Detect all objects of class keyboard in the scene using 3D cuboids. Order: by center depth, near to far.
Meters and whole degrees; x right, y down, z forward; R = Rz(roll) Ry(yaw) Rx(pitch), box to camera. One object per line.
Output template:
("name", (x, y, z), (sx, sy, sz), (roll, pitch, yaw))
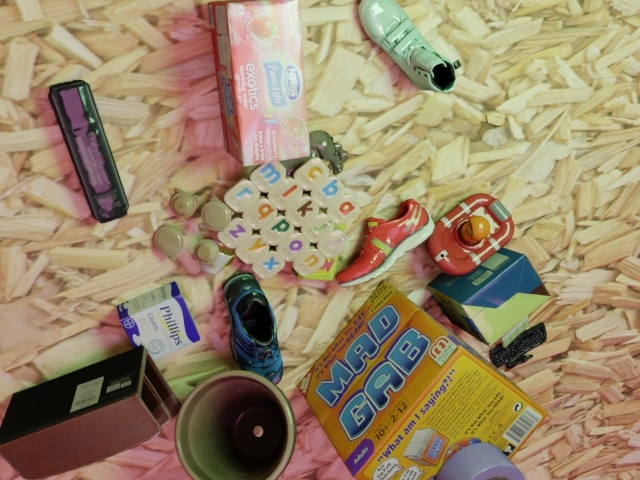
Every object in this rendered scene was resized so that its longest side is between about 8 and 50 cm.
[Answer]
("keyboard", (0.583, 0.319, 1.854), (0.192, 0.038, 0.100), (-25, 118, -11))

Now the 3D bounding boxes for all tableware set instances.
("tableware set", (-0.266, -0.025, 1.340), (0.141, 0.020, 0.168), (23, 103, 2))

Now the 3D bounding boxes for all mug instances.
("mug", (-0.224, 0.044, 1.395), (0.078, 0.062, 0.064), (28, 105, -21))

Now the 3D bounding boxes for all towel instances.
("towel", (0.530, 0.213, 1.783), (0.113, 0.023, 0.151), (-35, 127, -21))

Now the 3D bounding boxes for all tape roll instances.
("tape roll", (0.349, 0.547, 1.409), (0.189, 0.080, 0.188), (-8, 113, -19))

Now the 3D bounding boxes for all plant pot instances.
("plant pot", (-0.165, 0.433, 1.455), (0.263, 0.263, 0.229), (-42, 161, -3))

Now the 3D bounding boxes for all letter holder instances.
("letter holder", (-0.465, 0.390, 1.335), (0.302, 0.152, 0.214), (-20, 120, 2))

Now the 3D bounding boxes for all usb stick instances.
("usb stick", (-0.440, -0.167, 1.229), (0.077, 0.045, 0.277), (-22, 117, -22))

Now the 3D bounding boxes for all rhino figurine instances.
("rhino figurine", (-0.057, -0.143, 1.384), (0.243, 0.073, 0.106), (-39, 125, 4))

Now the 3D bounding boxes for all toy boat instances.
("toy boat", (0.364, -0.019, 1.543), (0.231, 0.151, 0.151), (-37, 81, -7))

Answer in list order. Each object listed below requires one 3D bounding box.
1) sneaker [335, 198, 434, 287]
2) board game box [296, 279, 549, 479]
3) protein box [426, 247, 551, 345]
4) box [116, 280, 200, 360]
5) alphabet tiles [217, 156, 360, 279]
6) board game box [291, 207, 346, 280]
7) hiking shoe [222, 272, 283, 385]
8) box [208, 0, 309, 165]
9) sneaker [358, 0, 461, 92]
("sneaker", (0.136, 0.003, 1.524), (0.279, 0.107, 0.118), (-38, 101, -9))
("board game box", (0.233, 0.383, 1.547), (0.356, 0.356, 0.356), (38, 93, -30))
("protein box", (0.413, 0.125, 1.598), (0.200, 0.201, 0.136), (-37, 106, -6))
("box", (-0.348, 0.178, 1.386), (0.137, 0.072, 0.126), (-24, 118, -13))
("alphabet tiles", (-0.068, -0.045, 1.381), (0.278, 0.021, 0.284), (-37, 120, 11))
("board game box", (0.000, 0.000, 1.480), (0.092, 0.043, 0.181), (5, 108, -25))
("hiking shoe", (-0.148, 0.227, 1.454), (0.113, 0.132, 0.303), (-22, 117, -14))
("box", (-0.118, -0.312, 1.246), (0.142, 0.154, 0.299), (-12, 113, -18))
("sneaker", (0.194, -0.413, 1.340), (0.094, 0.151, 0.256), (-47, 119, 2))
